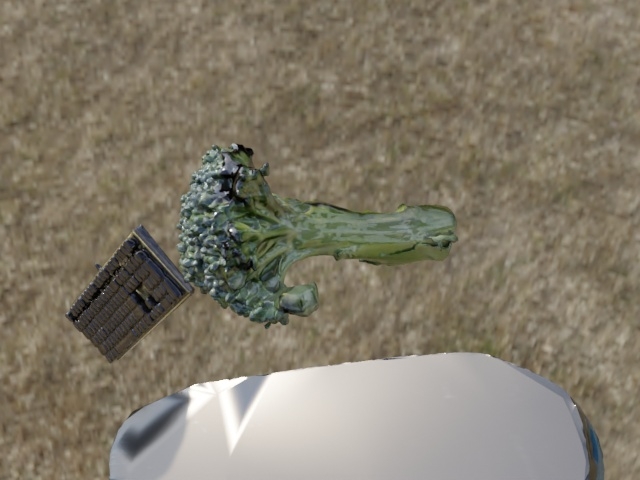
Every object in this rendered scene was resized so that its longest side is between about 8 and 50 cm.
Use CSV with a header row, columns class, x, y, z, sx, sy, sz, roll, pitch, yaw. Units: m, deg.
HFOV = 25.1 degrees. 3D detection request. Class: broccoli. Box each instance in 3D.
class,x,y,z,sx,sy,sz,roll,pitch,yaw
broccoli,0.000,-0.002,0.967,0.204,0.122,0.118,2,91,-26

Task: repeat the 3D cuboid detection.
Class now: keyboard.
class,x,y,z,sx,sy,sz,roll,pitch,yaw
keyboard,-0.229,0.068,1.657,0.027,0.317,0.106,-41,90,-28

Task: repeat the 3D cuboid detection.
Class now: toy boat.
class,x,y,z,sx,sy,sz,roll,pitch,yaw
toy boat,0.021,0.151,0.835,0.299,0.092,0.134,-7,55,23
